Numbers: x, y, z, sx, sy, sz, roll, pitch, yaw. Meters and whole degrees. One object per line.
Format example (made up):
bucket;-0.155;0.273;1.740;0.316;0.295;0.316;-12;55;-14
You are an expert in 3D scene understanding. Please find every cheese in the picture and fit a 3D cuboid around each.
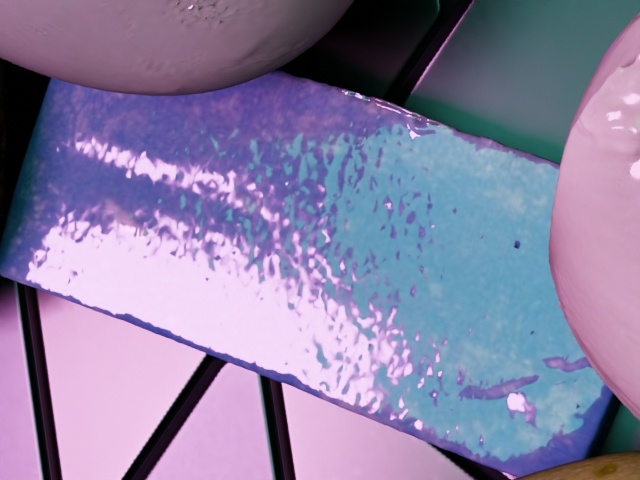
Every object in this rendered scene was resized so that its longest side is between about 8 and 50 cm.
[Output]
cheese;0.166;0.005;0.601;0.189;0.198;0.154;43;96;8

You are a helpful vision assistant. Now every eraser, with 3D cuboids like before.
eraser;0.000;0.000;0.767;0.312;0.042;0.144;20;94;17

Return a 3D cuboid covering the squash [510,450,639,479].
squash;0.091;0.163;0.680;0.247;0.132;0.132;-29;80;18

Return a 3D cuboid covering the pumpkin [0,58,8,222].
pumpkin;-0.258;-0.062;0.789;0.219;0.162;0.219;-1;88;22

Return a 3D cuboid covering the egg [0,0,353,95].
egg;-0.118;-0.238;0.690;0.276;0.276;0.389;-37;84;13
